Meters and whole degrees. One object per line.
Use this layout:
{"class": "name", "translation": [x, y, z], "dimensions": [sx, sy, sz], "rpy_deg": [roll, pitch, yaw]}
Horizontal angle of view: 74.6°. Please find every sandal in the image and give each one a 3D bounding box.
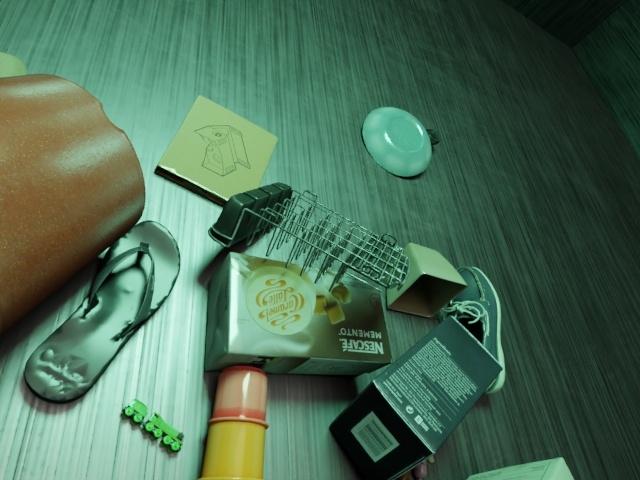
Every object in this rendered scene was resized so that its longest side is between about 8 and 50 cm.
{"class": "sandal", "translation": [-0.248, 0.074, 0.520], "dimensions": [0.097, 0.054, 0.254], "rpy_deg": [30, 49, -15]}

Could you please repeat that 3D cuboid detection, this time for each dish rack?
{"class": "dish rack", "translation": [0.000, 0.000, 0.625], "dimensions": [0.272, 0.074, 0.208], "rpy_deg": [28, 22, 9]}

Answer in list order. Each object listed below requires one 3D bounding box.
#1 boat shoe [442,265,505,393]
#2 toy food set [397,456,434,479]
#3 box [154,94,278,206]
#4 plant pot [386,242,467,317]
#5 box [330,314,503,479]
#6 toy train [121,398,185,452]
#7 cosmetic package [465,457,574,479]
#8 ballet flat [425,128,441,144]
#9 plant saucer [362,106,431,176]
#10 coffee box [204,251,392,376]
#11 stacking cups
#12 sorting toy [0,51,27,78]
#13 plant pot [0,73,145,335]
{"class": "boat shoe", "translation": [0.287, 0.160, 0.809], "dimensions": [0.079, 0.095, 0.254], "rpy_deg": [24, 59, -34]}
{"class": "toy food set", "translation": [0.127, 0.330, 0.635], "dimensions": [0.122, 0.019, 0.078], "rpy_deg": [-8, 66, -37]}
{"class": "box", "translation": [-0.174, -0.155, 0.743], "dimensions": [0.164, 0.021, 0.201], "rpy_deg": [27, 50, -17]}
{"class": "plant pot", "translation": [0.188, 0.068, 0.794], "dimensions": [0.109, 0.109, 0.096], "rpy_deg": [16, 42, -26]}
{"class": "box", "translation": [0.139, 0.225, 0.607], "dimensions": [0.207, 0.153, 0.108], "rpy_deg": [-23, 61, -41]}
{"class": "toy train", "translation": [-0.194, 0.217, 0.492], "dimensions": [0.083, 0.017, 0.023], "rpy_deg": [40, 36, -6]}
{"class": "cosmetic package", "translation": [0.222, 0.383, 0.512], "dimensions": [0.309, 0.160, 0.113], "rpy_deg": [8, 55, -51]}
{"class": "ballet flat", "translation": [0.240, -0.262, 1.090], "dimensions": [0.173, 0.049, 0.057], "rpy_deg": [-4, 77, -29]}
{"class": "plant saucer", "translation": [0.197, -0.249, 1.015], "dimensions": [0.195, 0.037, 0.195], "rpy_deg": [7, 70, -20]}
{"class": "coffee box", "translation": [-0.031, 0.117, 0.611], "dimensions": [0.247, 0.098, 0.141], "rpy_deg": [13, 55, -27]}
{"class": "stacking cups", "translation": [-0.101, 0.296, 0.450], "dimensions": [0.096, 0.096, 0.316], "rpy_deg": [17, 53, -25]}
{"class": "sorting toy", "translation": [-0.504, -0.145, 0.497], "dimensions": [0.229, 0.041, 0.307], "rpy_deg": [7, 58, -31]}
{"class": "plant pot", "translation": [-0.338, -0.031, 0.404], "dimensions": [0.272, 0.272, 0.265], "rpy_deg": [43, 39, -4]}
